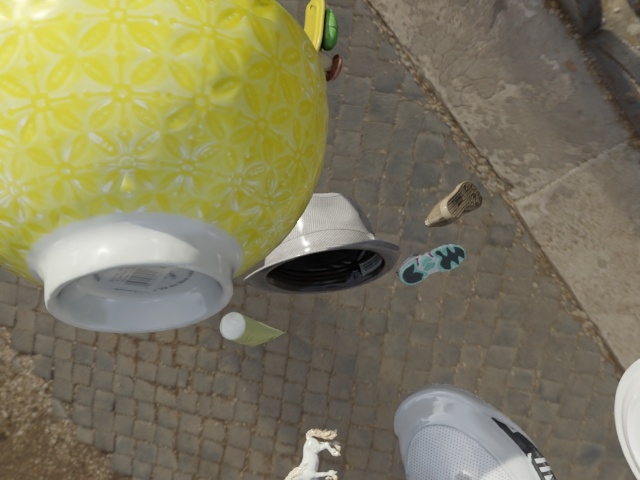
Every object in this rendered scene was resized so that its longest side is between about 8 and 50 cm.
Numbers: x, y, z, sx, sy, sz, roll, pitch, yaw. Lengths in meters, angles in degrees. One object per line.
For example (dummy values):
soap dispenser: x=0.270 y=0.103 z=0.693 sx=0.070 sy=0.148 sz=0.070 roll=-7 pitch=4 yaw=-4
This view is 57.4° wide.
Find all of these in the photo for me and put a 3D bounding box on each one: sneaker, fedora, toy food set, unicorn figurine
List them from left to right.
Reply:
unicorn figurine: x=-0.016 y=0.483 z=1.250 sx=0.111 sy=0.162 sz=0.060 roll=11 pitch=147 yaw=-4
toy food set: x=-0.003 y=-0.338 z=1.073 sx=0.071 sy=0.128 sz=0.218 roll=16 pitch=66 yaw=-24
fedora: x=0.000 y=0.000 z=0.953 sx=0.244 sy=0.275 sz=0.124 roll=-23 pitch=68 yaw=31
sneaker: x=0.152 y=0.029 z=0.833 sx=0.098 sy=0.069 sz=0.038 roll=-20 pitch=97 yaw=-3
sneaker: x=0.283 y=-0.076 z=1.257 sx=0.071 sy=0.188 sz=0.066 roll=-29 pitch=87 yaw=39
sneaker: x=0.147 y=0.297 z=0.471 sx=0.137 sy=0.210 sz=0.366 roll=-31 pitch=72 yaw=21

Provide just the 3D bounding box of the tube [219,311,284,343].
tube: x=-0.160 y=0.217 z=1.364 sx=0.070 sy=0.240 sz=0.062 roll=19 pitch=79 yaw=18

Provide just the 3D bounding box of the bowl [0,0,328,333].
bowl: x=-0.126 y=-0.028 z=0.405 sx=0.289 sy=0.289 sz=0.156 roll=-17 pitch=63 yaw=14

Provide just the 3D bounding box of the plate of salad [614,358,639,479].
plate of salad: x=0.401 y=0.215 z=0.619 sx=0.048 sy=0.200 sz=0.200 roll=-8 pitch=103 yaw=-20
